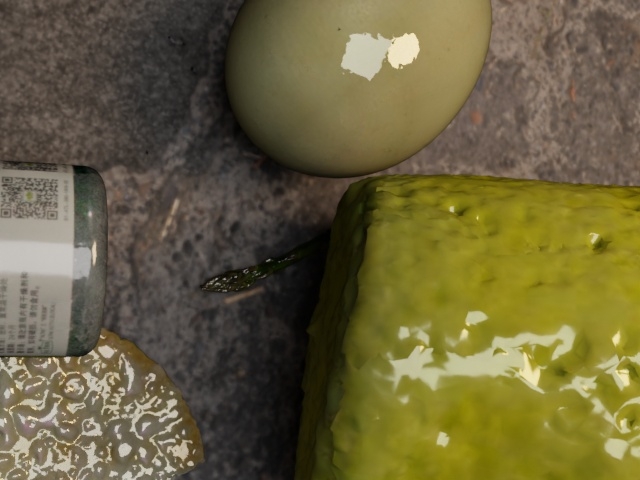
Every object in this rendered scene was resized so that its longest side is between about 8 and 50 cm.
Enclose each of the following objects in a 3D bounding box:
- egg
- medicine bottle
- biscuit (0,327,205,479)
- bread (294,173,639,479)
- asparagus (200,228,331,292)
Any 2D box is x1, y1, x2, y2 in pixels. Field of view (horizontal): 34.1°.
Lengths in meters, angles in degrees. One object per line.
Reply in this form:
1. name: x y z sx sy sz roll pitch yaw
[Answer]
1. egg: 0.037 -0.158 0.855 0.253 0.188 0.189 -40 103 -31
2. medicine bottle: -0.300 0.010 0.719 0.293 0.141 0.141 3 87 -17
3. biscuit: -0.217 0.151 0.812 0.265 0.040 0.188 21 79 -20
4. bread: 0.137 0.116 0.808 0.307 0.348 0.348 6 85 -8
5. asparagus: 0.000 0.000 0.922 0.232 0.022 0.023 -24 62 -22
